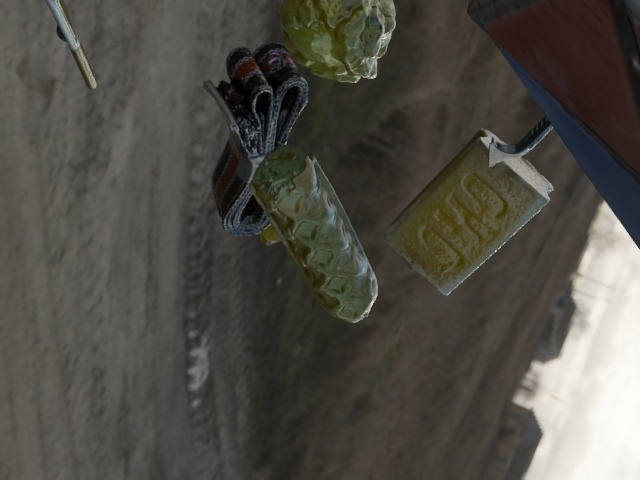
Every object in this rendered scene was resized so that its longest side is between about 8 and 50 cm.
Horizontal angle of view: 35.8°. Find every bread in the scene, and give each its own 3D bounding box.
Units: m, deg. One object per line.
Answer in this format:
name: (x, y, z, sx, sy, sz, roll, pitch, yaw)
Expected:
bread: (0.000, 0.001, 1.270, 0.087, 0.098, 0.269, -39, 127, -13)

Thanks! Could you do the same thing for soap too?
soap: (0.261, -0.048, 1.768, 0.274, 0.173, 0.089, -48, -179, 31)

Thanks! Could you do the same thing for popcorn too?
popcorn: (0.027, -0.377, 1.604, 0.266, 0.192, 0.233, 17, 77, -67)

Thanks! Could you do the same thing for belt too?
belt: (-0.099, -0.135, 1.436, 0.126, 0.094, 0.360, -22, 153, -21)

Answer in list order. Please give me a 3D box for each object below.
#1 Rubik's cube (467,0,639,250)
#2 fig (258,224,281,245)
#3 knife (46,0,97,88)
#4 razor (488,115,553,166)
Rubik's cube: (0.295, -0.112, 0.496, 0.310, 0.305, 0.307, -37, -173, 2)
fig: (-0.076, -0.063, 1.984, 0.121, 0.135, 0.153, -53, 161, -31)
knife: (-0.364, -0.305, 1.408, 0.343, 0.027, 0.061, 97, -23, -75)
razor: (0.282, -0.151, 1.194, 0.190, 0.033, 0.066, -38, 159, -7)
